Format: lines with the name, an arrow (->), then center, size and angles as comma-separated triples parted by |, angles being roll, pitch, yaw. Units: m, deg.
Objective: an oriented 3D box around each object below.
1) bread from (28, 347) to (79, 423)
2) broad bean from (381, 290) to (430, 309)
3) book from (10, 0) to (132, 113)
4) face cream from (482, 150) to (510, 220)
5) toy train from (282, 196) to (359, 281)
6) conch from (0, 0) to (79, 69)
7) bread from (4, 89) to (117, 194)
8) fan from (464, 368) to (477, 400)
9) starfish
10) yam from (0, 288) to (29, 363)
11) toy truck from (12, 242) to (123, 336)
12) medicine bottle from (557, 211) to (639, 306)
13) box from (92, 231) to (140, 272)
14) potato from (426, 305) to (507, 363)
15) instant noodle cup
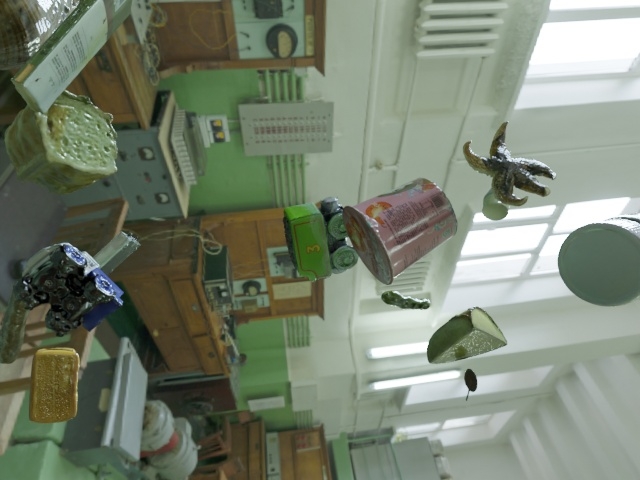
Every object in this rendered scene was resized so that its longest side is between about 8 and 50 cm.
bread -> -0.739, 0.401, 1.146 | 0.077, 0.116, 0.200 | 171, -80, -66
broad bean -> 0.277, 0.192, 1.288 | 0.052, 0.256, 0.052 | -57, -134, 19
book -> -0.440, -0.365, 0.752 | 0.289, 0.026, 0.201 | -58, -156, -13
face cream -> 0.523, -0.159, 1.214 | 0.114, 0.070, 0.224 | 99, 12, -52
toy train -> 0.000, 0.000, 1.512 | 0.173, 0.249, 0.306 | -124, -157, -62
conch -> -0.614, -0.438, 0.754 | 0.210, 0.353, 0.296 | 51, -37, 31
bread -> -0.657, -0.239, 1.051 | 0.196, 0.252, 0.238 | -26, 111, -53
fan -> 0.563, 0.548, 1.550 | 0.085, 0.005, 0.133 | -130, -137, -70
starfish -> 0.477, -0.192, 1.052 | 0.071, 0.239, 0.215 | 96, 16, -67
yam -> -0.816, 0.223, 1.094 | 0.273, 0.061, 0.061 | -59, -157, 25
toy truck -> -0.584, 0.105, 0.991 | 0.213, 0.161, 0.177 | 51, 5, -13
medicine bottle -> 0.595, 0.029, 0.788 | 0.165, 0.274, 0.164 | 11, -76, 53
box -> -0.710, 0.057, 1.405 | 0.045, 0.211, 0.270 | 46, -17, -9
potato -> 0.480, 0.344, 1.461 | 0.270, 0.255, 0.111 | 31, 36, -38
instant noodle cup -> 0.216, -0.039, 1.118 | 0.242, 0.232, 0.243 | 57, -12, 18
